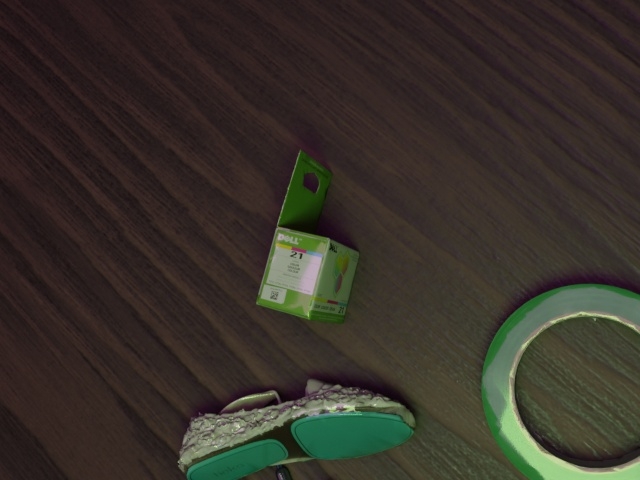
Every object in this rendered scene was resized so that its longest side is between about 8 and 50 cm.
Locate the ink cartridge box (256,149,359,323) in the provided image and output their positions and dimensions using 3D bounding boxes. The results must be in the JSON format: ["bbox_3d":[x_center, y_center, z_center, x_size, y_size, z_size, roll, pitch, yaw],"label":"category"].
[{"bbox_3d":[0.000,0.000,1.255,0.097,0.189,0.255,14,87,20],"label":"ink cartridge box"}]

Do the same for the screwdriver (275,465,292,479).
[{"bbox_3d":[-0.082,0.367,1.323,0.025,0.024,0.170,-37,69,41],"label":"screwdriver"}]

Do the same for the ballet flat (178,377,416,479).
[{"bbox_3d":[-0.051,0.299,1.265,0.408,0.147,0.147,-15,79,9],"label":"ballet flat"}]

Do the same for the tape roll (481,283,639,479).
[{"bbox_3d":[0.411,0.228,1.156,0.321,0.077,0.321,-2,83,18],"label":"tape roll"}]
